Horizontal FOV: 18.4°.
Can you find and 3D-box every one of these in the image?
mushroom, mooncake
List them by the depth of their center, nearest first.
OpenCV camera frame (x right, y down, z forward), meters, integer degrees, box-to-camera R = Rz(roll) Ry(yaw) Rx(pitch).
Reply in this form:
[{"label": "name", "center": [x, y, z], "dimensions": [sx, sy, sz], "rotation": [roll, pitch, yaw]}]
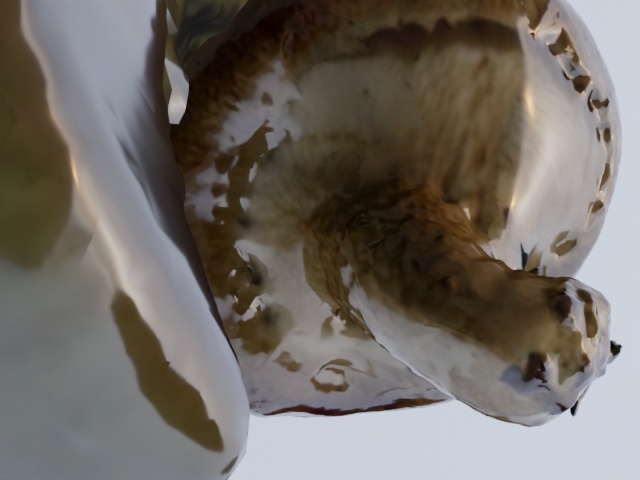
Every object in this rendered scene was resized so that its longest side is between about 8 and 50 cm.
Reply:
[{"label": "mooncake", "center": [-0.156, -0.063, 0.790], "dimensions": [0.246, 0.393, 0.394], "rotation": [-13, 171, 11]}, {"label": "mushroom", "center": [0.039, -0.033, 1.030], "dimensions": [0.267, 0.267, 0.254], "rotation": [-40, -171, -25]}]
